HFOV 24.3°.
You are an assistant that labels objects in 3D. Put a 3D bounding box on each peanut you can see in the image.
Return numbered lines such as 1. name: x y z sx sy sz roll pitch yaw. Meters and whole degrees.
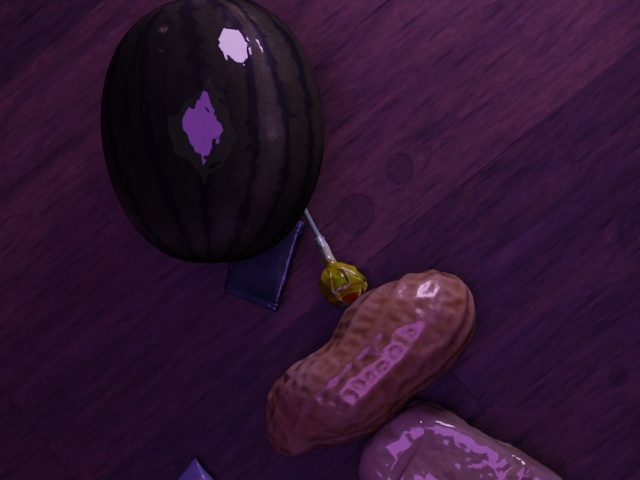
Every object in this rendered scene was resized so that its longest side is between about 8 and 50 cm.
1. peanut: 0.058 0.158 1.896 0.325 0.140 0.153 -36 59 8

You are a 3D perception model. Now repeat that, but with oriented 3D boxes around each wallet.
1. wallet: -0.074 0.021 1.964 0.088 0.026 0.129 21 99 23

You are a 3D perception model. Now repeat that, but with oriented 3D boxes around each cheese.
1. cheese: 0.178 0.315 1.908 0.263 0.093 0.159 29 92 8

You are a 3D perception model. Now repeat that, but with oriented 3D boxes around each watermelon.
1. watermelon: -0.135 -0.151 1.849 0.278 0.279 0.359 -7 90 8

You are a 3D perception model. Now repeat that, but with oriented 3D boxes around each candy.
1. candy: 0.000 0.000 1.953 0.058 0.062 0.194 -40 72 51

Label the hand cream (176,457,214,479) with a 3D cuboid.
1. hand cream: -0.125 0.370 1.977 0.170 0.043 0.065 41 97 8
